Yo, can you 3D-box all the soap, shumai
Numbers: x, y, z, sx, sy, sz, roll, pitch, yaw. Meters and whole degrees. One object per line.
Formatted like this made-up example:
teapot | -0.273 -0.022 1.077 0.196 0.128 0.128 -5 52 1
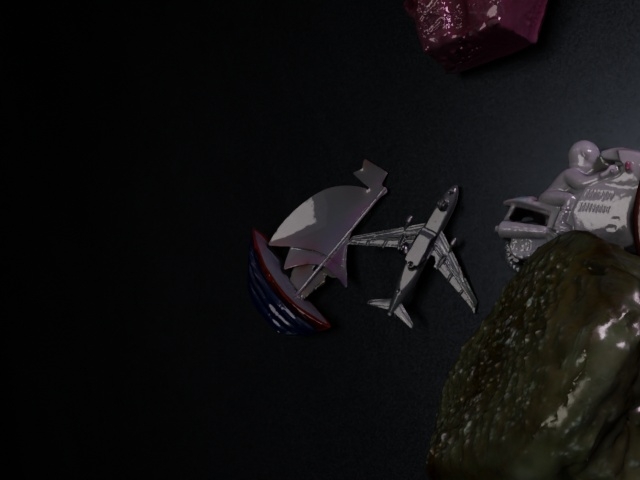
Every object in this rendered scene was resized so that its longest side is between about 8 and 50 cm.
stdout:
soap | 0.226 -0.423 1.272 0.220 0.127 0.325 -15 75 35
shumai | 0.324 0.189 0.985 0.323 0.397 0.324 28 79 -2

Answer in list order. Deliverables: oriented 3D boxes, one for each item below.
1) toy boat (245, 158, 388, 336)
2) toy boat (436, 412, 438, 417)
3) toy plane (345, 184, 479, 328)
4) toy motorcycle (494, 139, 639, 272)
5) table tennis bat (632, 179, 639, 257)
toy boat | -0.025 0.000 1.462 0.219 0.072 0.318 23 96 34
toy boat | 0.272 0.261 1.183 0.238 0.109 0.098 11 66 43
toy plane | 0.150 0.020 1.326 0.226 0.058 0.226 28 103 20
toy motorcycle | 0.352 -0.049 1.149 0.260 0.110 0.171 -16 70 35
table tennis bat | 0.510 -0.079 1.025 0.268 0.051 0.415 8 85 17
